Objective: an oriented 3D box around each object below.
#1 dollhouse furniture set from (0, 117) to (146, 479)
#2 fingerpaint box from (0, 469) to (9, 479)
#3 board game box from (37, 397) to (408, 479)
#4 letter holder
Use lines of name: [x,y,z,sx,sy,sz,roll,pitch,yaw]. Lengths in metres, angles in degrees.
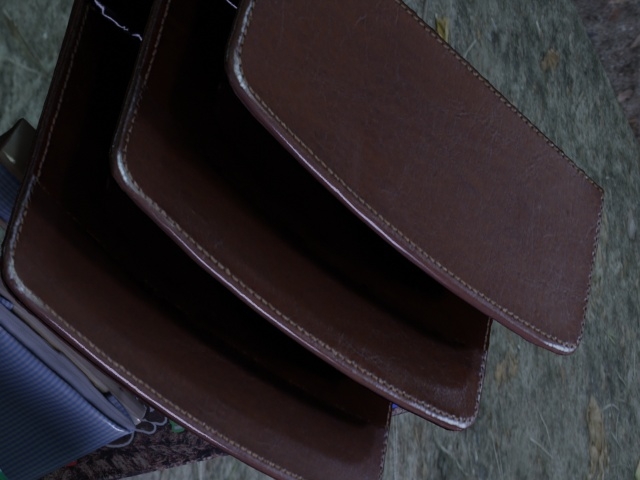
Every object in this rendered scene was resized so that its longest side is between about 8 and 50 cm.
dollhouse furniture set: [-0.229,0.087,0.964,0.303,0.286,0.198,47,39,-22]
fingerpaint box: [-0.340,0.228,0.522,0.163,0.371,0.444,65,32,-53]
board game box: [-0.083,0.077,1.206,0.232,0.291,0.141,-5,80,-59]
letter holder: [0.000,0.000,0.959,0.302,0.152,0.214,38,52,-36]
